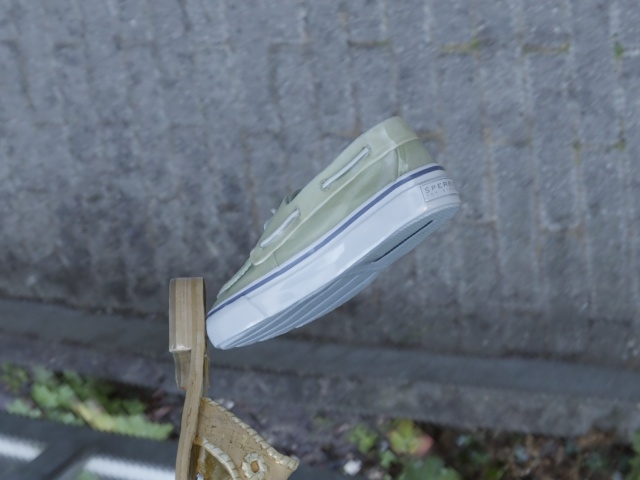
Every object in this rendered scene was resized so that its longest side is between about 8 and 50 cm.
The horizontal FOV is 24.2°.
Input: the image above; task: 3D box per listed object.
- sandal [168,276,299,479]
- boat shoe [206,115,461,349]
[{"bbox_3d":[-0.054,0.133,0.954,0.079,0.240,0.088,-3,155,-3],"label":"sandal"},{"bbox_3d":[0.000,0.000,1.299,0.302,0.109,0.094,-36,72,37],"label":"boat shoe"}]
